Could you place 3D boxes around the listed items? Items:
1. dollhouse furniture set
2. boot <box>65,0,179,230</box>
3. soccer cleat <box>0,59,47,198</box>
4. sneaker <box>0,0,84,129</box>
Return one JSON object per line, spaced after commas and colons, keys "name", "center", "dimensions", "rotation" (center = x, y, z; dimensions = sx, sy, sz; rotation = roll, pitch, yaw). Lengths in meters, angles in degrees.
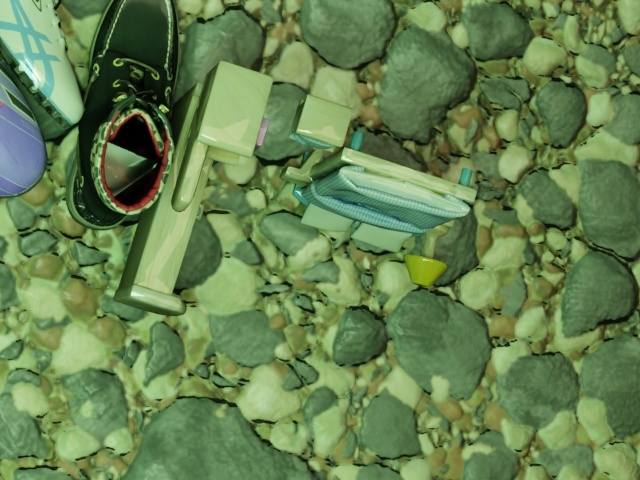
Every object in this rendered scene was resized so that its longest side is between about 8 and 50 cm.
{"name": "dollhouse furniture set", "center": [0.000, 0.000, 1.507], "dimensions": [0.303, 0.286, 0.198], "rotation": [17, 83, -12]}
{"name": "boot", "center": [-0.161, -0.125, 1.490], "dimensions": [0.085, 0.178, 0.236], "rotation": [14, 86, -15]}
{"name": "soccer cleat", "center": [-0.336, -0.173, 1.448], "dimensions": [0.108, 0.116, 0.318], "rotation": [-36, 104, -21]}
{"name": "sneaker", "center": [-0.258, -0.213, 1.484], "dimensions": [0.086, 0.085, 0.237], "rotation": [-24, 87, -4]}
